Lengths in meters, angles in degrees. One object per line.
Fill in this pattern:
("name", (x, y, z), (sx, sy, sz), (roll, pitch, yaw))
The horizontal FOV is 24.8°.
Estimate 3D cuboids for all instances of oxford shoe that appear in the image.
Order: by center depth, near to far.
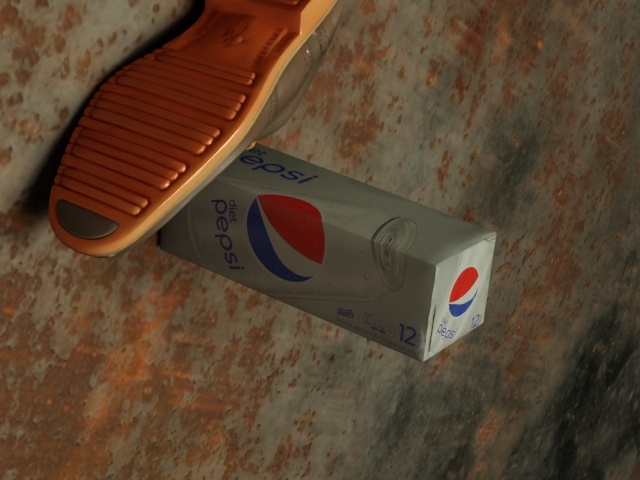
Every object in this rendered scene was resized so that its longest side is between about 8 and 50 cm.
("oxford shoe", (-0.083, -0.103, 1.202), (0.363, 0.130, 0.132), (-52, 152, -27))

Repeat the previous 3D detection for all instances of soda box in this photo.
("soda box", (0.000, 0.000, 1.235), (0.098, 0.286, 0.091), (-26, 130, -48))
